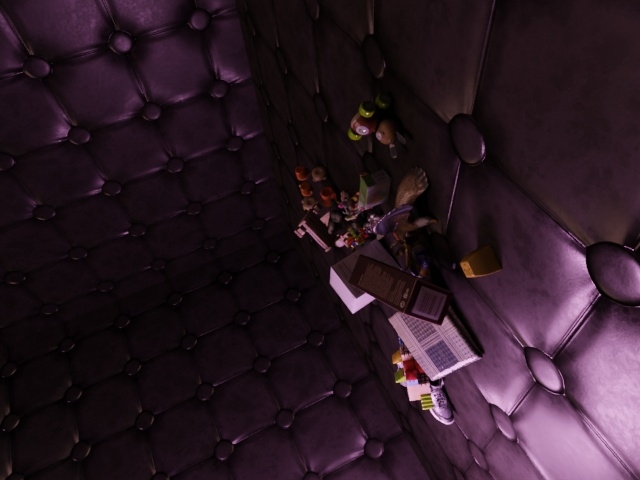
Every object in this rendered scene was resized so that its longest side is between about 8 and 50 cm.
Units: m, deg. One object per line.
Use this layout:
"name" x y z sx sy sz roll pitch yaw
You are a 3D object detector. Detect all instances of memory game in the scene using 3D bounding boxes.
"memory game" 0.153 -0.176 2.386 0.186 0.012 0.186 60 166 26

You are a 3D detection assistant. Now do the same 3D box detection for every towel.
"towel" 0.443 0.369 1.793 0.324 0.056 0.312 55 143 15

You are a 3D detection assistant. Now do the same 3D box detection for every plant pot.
"plant pot" 0.467 0.071 1.346 0.081 0.083 0.081 65 167 5

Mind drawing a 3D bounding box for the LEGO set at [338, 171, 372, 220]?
"LEGO set" 0.163 -0.175 2.029 0.132 0.107 0.287 46 150 7

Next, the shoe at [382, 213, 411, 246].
"shoe" 0.311 -0.040 1.848 0.178 0.064 0.081 45 150 49

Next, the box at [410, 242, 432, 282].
"box" 0.388 0.097 1.783 0.054 0.059 0.168 41 151 59

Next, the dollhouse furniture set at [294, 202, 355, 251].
"dollhouse furniture set" 0.000 0.000 2.339 0.303 0.355 0.174 46 125 -9

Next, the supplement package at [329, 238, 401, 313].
"supplement package" 0.207 0.169 2.141 0.198 0.263 0.199 52 163 22

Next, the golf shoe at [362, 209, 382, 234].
"golf shoe" 0.245 -0.056 2.067 0.093 0.077 0.198 62 168 18

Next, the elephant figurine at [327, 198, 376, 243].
"elephant figurine" 0.161 -0.092 2.240 0.169 0.240 0.185 -99 16 -76

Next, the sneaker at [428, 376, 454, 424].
"sneaker" 0.549 0.728 2.138 0.153 0.101 0.268 84 162 -61

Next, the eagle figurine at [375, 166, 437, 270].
"eagle figurine" 0.293 -0.085 1.589 0.226 0.225 0.298 -112 -4 -49

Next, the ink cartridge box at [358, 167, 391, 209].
"ink cartridge box" 0.219 -0.192 1.853 0.209 0.109 0.062 89 156 -59

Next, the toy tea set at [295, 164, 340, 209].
"toy tea set" -0.024 -0.293 2.546 0.124 0.200 0.336 60 -170 -59

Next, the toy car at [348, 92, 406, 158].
"toy car" 0.209 -0.370 1.544 0.188 0.149 0.155 52 154 11

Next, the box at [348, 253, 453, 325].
"box" 0.291 0.178 1.708 0.381 0.191 0.143 20 89 61

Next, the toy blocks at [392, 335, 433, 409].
"toy blocks" 0.413 0.521 2.034 0.260 0.191 0.381 72 -169 -45

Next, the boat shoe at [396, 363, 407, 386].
"boat shoe" 0.459 0.714 2.494 0.118 0.103 0.320 57 164 38

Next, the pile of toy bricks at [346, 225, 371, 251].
"pile of toy bricks" 0.161 -0.020 2.095 0.105 0.118 0.212 53 -178 17
